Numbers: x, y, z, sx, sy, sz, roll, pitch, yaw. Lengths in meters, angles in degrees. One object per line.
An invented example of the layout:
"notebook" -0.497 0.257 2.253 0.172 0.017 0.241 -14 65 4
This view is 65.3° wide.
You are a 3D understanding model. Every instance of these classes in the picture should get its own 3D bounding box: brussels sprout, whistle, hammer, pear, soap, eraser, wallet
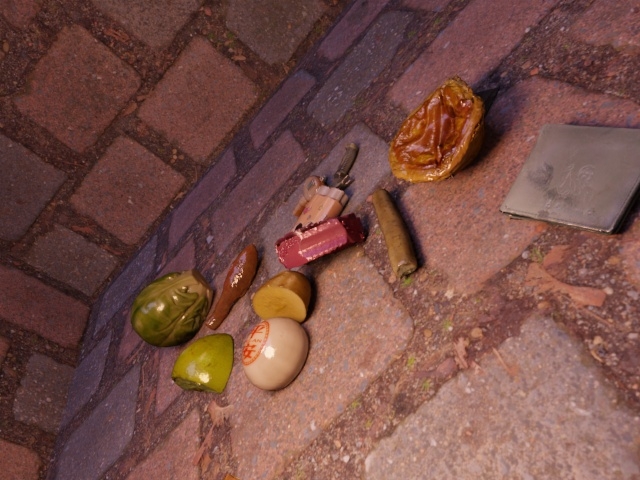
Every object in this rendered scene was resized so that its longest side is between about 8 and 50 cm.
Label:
"brussels sprout" -0.627 0.282 2.135 0.355 0.289 0.281 -45 41 -12
"whistle" -0.049 -0.177 1.985 0.220 0.057 0.107 -51 49 39
"hammer" 0.092 -0.285 1.959 0.159 0.041 0.226 -9 51 52
"pear" -0.432 0.429 1.852 0.288 0.139 0.239 -14 38 47
"soap" 0.000 0.000 1.617 0.289 0.112 0.182 -21 -3 6
"eraser" -0.024 -0.060 1.830 0.290 0.087 0.171 -57 33 -8
"wallet" 0.563 -0.140 1.096 0.251 0.054 0.290 -59 34 -3

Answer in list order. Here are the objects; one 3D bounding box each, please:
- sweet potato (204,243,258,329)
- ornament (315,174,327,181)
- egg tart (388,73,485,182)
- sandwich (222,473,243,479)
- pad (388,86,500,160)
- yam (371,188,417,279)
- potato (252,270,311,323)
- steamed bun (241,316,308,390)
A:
"sweet potato" -0.349 0.191 2.022 0.109 0.109 0.385 15 76 60
"ornament" -0.003 -0.243 2.055 0.068 0.041 0.092 -56 19 -19
"egg tart" 0.351 -0.295 1.465 0.339 0.153 0.351 -47 31 16
"sandwich" -0.198 0.705 1.206 0.186 0.108 0.220 -13 45 51
"pad" 0.396 -0.379 1.655 0.367 0.007 0.248 6 62 58
"yam" 0.213 -0.033 1.462 0.083 0.083 0.371 -39 32 23
"potato" -0.108 0.171 1.633 0.203 0.178 0.158 -61 0 41
"steamed bun" -0.154 0.332 1.522 0.232 0.145 0.232 -36 33 28
